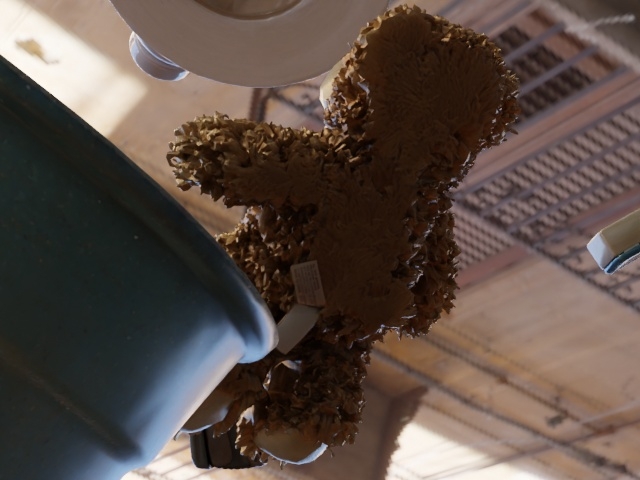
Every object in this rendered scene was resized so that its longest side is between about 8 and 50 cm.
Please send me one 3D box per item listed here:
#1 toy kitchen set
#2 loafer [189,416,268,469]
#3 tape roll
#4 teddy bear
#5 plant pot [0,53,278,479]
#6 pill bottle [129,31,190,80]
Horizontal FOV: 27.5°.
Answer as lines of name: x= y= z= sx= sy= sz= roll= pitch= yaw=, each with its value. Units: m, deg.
toy kitchen set: x=0.410 y=0.013 z=1.423 sx=0.122 sy=0.207 sz=0.166 roll=-28 pitch=-105 yaw=-15
loafer: x=-0.098 y=0.140 z=1.414 sx=0.084 sy=0.267 sz=0.096 roll=7 pitch=-144 yaw=9
tape roll: x=-0.058 y=-0.281 z=1.158 sx=0.286 sy=0.286 sz=0.100 roll=42 pitch=-147 yaw=-14
teddy bear: x=0.000 y=0.000 z=0.882 sx=0.245 sy=0.113 sz=0.338 roll=6 pitch=-73 yaw=-22
plant pot: x=-0.253 y=0.085 z=0.588 sx=0.341 sy=0.341 sz=0.334 roll=39 pitch=-106 yaw=-16
pill bottle: x=-0.157 y=-0.288 z=1.590 sx=0.124 sy=0.221 sz=0.124 roll=13 pitch=-120 yaw=-23
